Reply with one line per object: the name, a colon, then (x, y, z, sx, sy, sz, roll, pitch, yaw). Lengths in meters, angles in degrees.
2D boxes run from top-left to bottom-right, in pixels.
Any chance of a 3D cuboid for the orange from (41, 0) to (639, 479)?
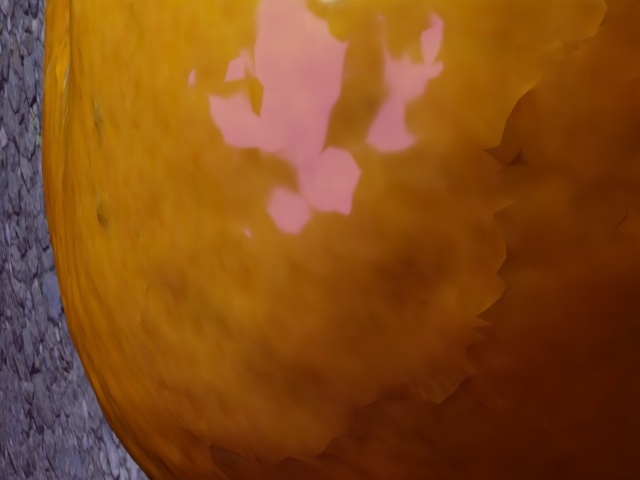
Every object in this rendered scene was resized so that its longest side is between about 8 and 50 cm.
orange: (0.071, -0.080, 0.549, 0.424, 0.326, 0.423, 178, 90, -78)
